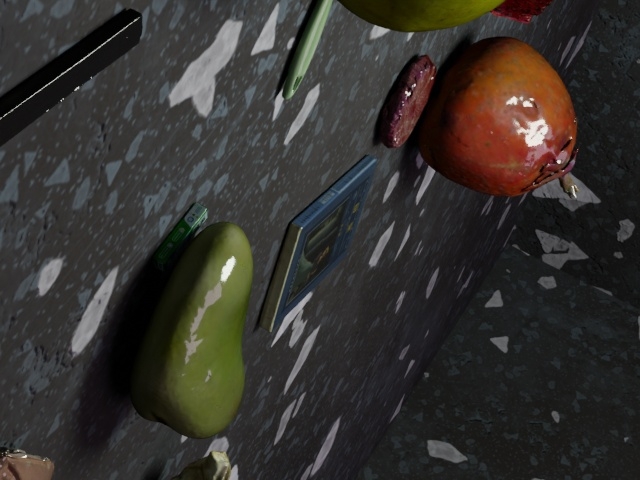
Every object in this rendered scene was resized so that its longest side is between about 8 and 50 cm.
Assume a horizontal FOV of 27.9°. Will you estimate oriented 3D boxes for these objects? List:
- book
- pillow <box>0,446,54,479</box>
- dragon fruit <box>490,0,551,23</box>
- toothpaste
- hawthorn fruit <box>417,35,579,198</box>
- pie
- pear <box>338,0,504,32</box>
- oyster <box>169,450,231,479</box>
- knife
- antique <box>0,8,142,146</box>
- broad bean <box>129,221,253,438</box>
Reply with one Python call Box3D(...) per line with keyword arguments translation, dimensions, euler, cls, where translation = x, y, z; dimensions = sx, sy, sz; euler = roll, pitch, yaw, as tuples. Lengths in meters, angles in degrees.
Box3D(translation=(0.000, 0.000, 1.913), dimensions=(0.269, 0.025, 0.191), euler=(-43, 156, -54), cls="book")
Box3D(translation=(-0.322, 0.242, 1.142), dimensions=(0.135, 0.049, 0.248), euler=(-62, 163, -5), cls="pillow")
Box3D(translation=(0.323, -0.468, 2.034), dimensions=(0.262, 0.134, 0.211), euler=(130, -22, -80), cls="dragon fruit")
Box3D(translation=(-0.149, -0.004, 1.369), dimensions=(0.083, 0.017, 0.020), euler=(-54, 164, -28), cls="toothpaste")
Box3D(translation=(0.328, -0.184, 2.208), dimensions=(0.276, 0.307, 0.276), euler=(-52, 177, -4), cls="hawthorn fruit")
Box3D(translation=(0.135, -0.212, 1.977), dimensions=(0.154, 0.036, 0.154), euler=(-57, 165, -23), cls="pie")
Box3D(translation=(0.090, -0.330, 1.156), dimensions=(0.253, 0.253, 0.307), euler=(-56, 158, -26), cls="pear")
Box3D(translation=(-0.225, 0.419, 1.736), dimensions=(0.271, 0.100, 0.275), euler=(-51, 175, -33), cls="oyster")
Box3D(translation=(0.013, -0.289, 1.416), dimensions=(0.293, 0.020, 0.043), euler=(-67, 164, 15), cls="knife")
Box3D(translation=(-0.195, -0.123, 0.973), dimensions=(0.192, 0.015, 0.031), euler=(-48, 162, -45), cls="antique")
Box3D(translation=(-0.142, 0.101, 1.422), dimensions=(0.189, 0.121, 0.263), euler=(-46, 149, -61), cls="broad bean")
